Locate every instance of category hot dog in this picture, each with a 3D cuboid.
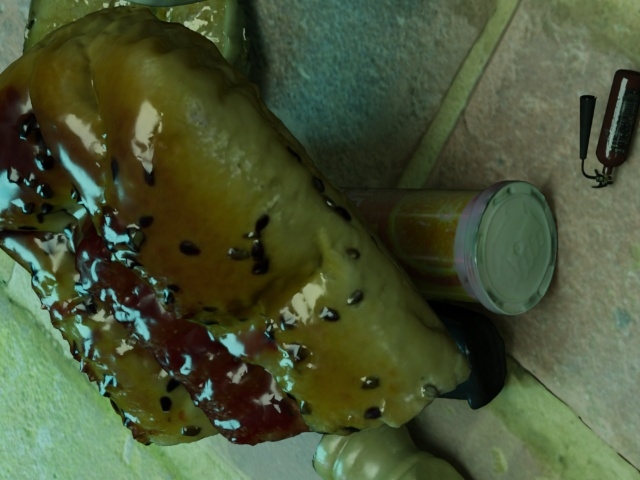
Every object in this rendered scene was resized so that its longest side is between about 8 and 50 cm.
[{"bbox_3d":[-0.115,-0.006,1.349,0.367,0.196,0.365,-9,118,48],"label":"hot dog"}]

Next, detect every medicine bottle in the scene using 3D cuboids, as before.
[{"bbox_3d":[0.000,0.000,1.489,0.426,0.108,0.108,2,99,42],"label":"medicine bottle"}]

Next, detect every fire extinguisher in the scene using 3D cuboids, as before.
[{"bbox_3d":[0.219,-0.083,1.318,0.032,0.046,0.100,33,118,48],"label":"fire extinguisher"}]

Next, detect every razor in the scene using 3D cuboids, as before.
[{"bbox_3d":[0.089,0.093,1.454,0.148,0.054,0.090,3,119,40],"label":"razor"}]

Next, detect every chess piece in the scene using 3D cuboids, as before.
[{"bbox_3d":[0.092,0.225,1.462,0.200,0.090,0.090,38,121,29],"label":"chess piece"}]

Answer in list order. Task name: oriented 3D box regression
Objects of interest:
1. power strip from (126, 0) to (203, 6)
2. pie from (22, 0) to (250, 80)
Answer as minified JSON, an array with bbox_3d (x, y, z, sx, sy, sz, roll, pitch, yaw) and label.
[{"bbox_3d":[-0.066,-0.273,1.393,0.229,0.261,0.141,18,111,39],"label":"power strip"},{"bbox_3d":[-0.181,-0.179,1.622,0.274,0.055,0.274,-4,81,30],"label":"pie"}]
